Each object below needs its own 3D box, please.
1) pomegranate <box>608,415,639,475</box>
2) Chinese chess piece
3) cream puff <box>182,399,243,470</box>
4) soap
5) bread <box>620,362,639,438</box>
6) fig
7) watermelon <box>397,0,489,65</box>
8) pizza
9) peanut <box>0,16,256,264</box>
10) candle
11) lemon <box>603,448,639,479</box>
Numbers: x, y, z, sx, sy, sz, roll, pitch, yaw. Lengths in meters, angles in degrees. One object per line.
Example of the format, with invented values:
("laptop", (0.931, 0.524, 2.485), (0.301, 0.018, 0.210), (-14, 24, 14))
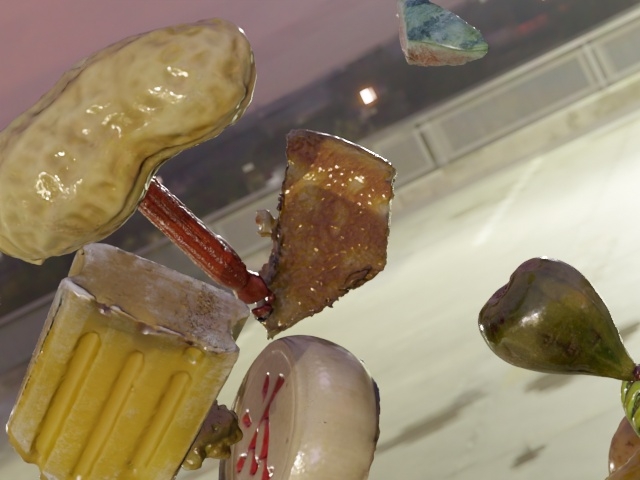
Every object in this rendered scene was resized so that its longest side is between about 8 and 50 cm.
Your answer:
("pomegranate", (0.512, 0.319, 2.114), (0.215, 0.215, 0.215), (-26, 3, 2))
("Chinese chess piece", (-0.029, 0.232, 1.737), (0.103, 0.249, 0.250), (17, -15, -22))
("cream puff", (-0.125, 0.199, 1.558), (0.083, 0.083, 0.058), (-63, 4, -36))
("soap", (-0.180, 0.132, 1.339), (0.080, 0.160, 0.257), (-74, 10, -49))
("bread", (0.410, 0.213, 1.815), (0.071, 0.139, 0.130), (-38, 7, 13))
("fig", (0.274, 0.101, 1.730), (0.133, 0.185, 0.126), (-56, 24, 0))
("watermelon", (0.171, -0.305, 2.296), (0.081, 0.094, 0.180), (-45, 39, -20))
("pizza", (0.000, 0.000, 2.047), (0.189, 0.297, 0.071), (12, -17, 3))
("peanut", (-0.190, -0.095, 1.389), (0.305, 0.147, 0.147), (-42, 1, 7))
("candle", (-0.157, -0.005, 1.889), (0.048, 0.329, 0.051), (-47, 42, -4))
("lemon", (0.396, 0.368, 1.649), (0.236, 0.236, 0.263), (-24, 44, 30))
